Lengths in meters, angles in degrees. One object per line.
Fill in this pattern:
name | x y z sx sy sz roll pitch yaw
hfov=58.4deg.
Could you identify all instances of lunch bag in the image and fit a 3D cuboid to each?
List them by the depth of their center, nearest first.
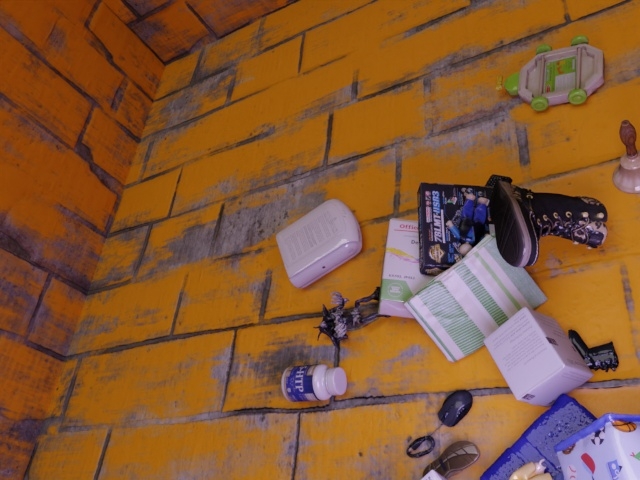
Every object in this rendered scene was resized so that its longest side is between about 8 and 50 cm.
lunch bag | 0.707 0.506 1.078 0.239 0.385 0.328 114 157 -50

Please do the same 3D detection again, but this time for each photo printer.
photo printer | 0.000 0.000 2.099 0.307 0.107 0.256 -33 46 11

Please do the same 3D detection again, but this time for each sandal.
sandal | 0.342 0.582 1.485 0.180 0.049 0.072 -46 37 20

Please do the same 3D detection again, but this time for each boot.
boot | 0.689 0.275 1.447 0.099 0.045 0.121 -19 58 28
boot | 0.615 -0.038 1.526 0.284 0.138 0.377 9 27 2

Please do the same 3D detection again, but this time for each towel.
towel | 0.559 0.541 1.340 0.308 0.076 0.227 -46 52 -1
towel | 0.430 0.167 1.610 0.325 0.248 0.038 -38 4 6

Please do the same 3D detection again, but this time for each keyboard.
keyboard | 0.555 -0.134 1.851 0.108 0.023 0.180 23 75 43

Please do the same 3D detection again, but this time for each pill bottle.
pill bottle | -0.018 0.445 1.793 0.187 0.112 0.112 -12 53 29

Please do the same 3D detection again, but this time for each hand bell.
hand bell | 0.847 -0.246 1.562 0.126 0.242 0.126 -20 50 25

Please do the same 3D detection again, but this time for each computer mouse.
computer mouse | 0.321 0.499 1.559 0.242 0.041 0.071 -47 45 -1

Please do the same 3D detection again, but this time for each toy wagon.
toy wagon | 0.779 -0.560 1.960 0.344 0.068 0.267 -5 57 35

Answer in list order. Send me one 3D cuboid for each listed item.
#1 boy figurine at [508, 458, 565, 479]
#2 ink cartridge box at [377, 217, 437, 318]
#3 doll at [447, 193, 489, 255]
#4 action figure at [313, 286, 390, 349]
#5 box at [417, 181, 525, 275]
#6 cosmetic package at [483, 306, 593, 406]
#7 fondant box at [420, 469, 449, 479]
boy figurine | 0.481 0.580 1.255 0.285 0.092 0.177 -23 54 18
ink cartridge box | 0.300 0.059 1.779 0.207 0.119 0.353 6 60 6
doll | 0.431 -0.040 1.658 0.129 0.046 0.189 15 68 1
action figure | 0.080 0.242 1.849 0.276 0.141 0.164 -27 59 16
box | 0.443 -0.032 1.720 0.293 0.073 0.295 2 60 1
cosmetic package | 0.543 0.294 1.437 0.151 0.151 0.183 -48 41 26
fondant box | 0.214 0.710 1.346 0.330 0.238 0.096 -42 43 3
